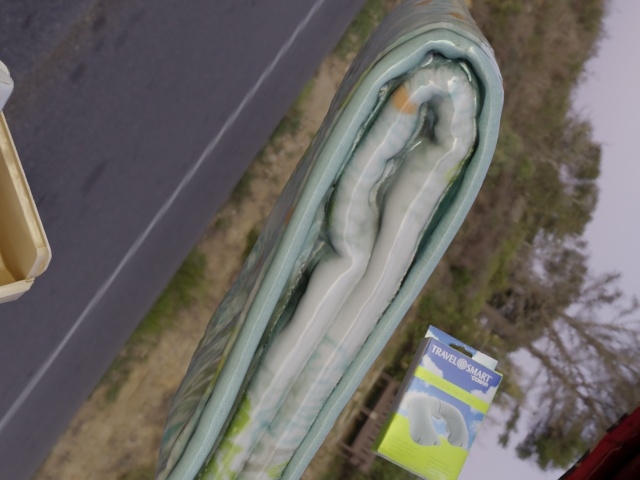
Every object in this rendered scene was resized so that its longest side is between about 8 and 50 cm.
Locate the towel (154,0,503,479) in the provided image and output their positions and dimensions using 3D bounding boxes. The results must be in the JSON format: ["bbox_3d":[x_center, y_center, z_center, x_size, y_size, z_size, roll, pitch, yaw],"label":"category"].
[{"bbox_3d":[0.000,0.000,0.645,0.374,0.090,0.320,-60,-172,20],"label":"towel"}]

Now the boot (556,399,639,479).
[{"bbox_3d":[0.187,0.282,0.446,0.377,0.284,0.138,-46,179,-13],"label":"boot"}]

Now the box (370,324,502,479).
[{"bbox_3d":[0.149,0.205,1.115,0.178,0.109,0.042,-63,-174,-15],"label":"box"}]

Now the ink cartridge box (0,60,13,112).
[{"bbox_3d":[-0.426,-0.143,0.550,0.160,0.279,0.385,-57,163,6],"label":"ink cartridge box"}]

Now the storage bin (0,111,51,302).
[{"bbox_3d":[-0.444,-0.041,0.895,0.262,0.260,0.123,-18,174,-38],"label":"storage bin"}]
